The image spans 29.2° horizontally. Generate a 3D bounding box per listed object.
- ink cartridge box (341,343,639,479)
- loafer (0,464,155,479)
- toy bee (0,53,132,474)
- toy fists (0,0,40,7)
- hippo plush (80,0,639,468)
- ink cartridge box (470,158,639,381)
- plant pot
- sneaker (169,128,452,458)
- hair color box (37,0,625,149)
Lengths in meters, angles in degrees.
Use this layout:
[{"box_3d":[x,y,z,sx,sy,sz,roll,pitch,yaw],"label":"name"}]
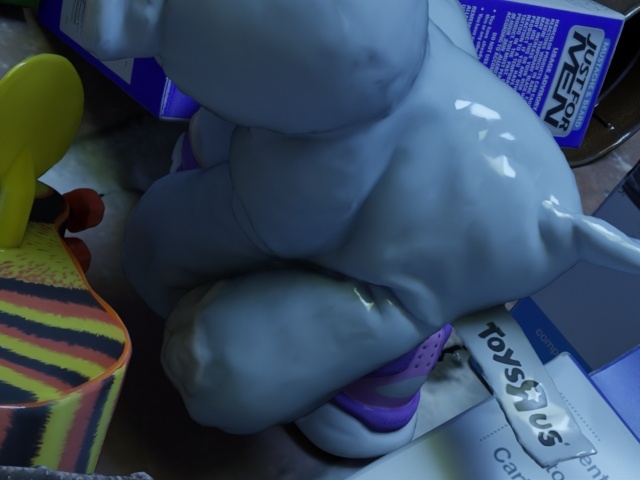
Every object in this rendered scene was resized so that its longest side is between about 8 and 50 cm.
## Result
[{"box_3d":[0.139,0.212,0.504,0.330,0.071,0.324,-26,64,-24],"label":"ink cartridge box"},{"box_3d":[-0.115,0.105,0.311,0.130,0.133,0.366,18,-5,28],"label":"loafer"},{"box_3d":[-0.143,0.001,0.510,0.162,0.195,0.298,1,46,-41],"label":"toy bee"},{"box_3d":[-0.261,-0.265,0.780,0.142,0.096,0.279,2,55,-33],"label":"toy fists"},{"box_3d":[-0.019,-0.048,0.510,0.236,0.234,0.294,47,2,-45],"label":"hippo plush"},{"box_3d":[0.267,-0.003,0.722,0.223,0.307,0.129,-14,58,-44],"label":"ink cartridge box"},{"box_3d":[0.188,-0.174,0.981,0.167,0.167,0.165,-11,49,-43],"label":"plant pot"},{"box_3d":[0.000,0.000,0.690,0.095,0.104,0.236,-6,52,-39],"label":"sneaker"},{"box_3d":[0.012,-0.146,0.809,0.339,0.110,0.185,2,25,-37],"label":"hair color box"}]
